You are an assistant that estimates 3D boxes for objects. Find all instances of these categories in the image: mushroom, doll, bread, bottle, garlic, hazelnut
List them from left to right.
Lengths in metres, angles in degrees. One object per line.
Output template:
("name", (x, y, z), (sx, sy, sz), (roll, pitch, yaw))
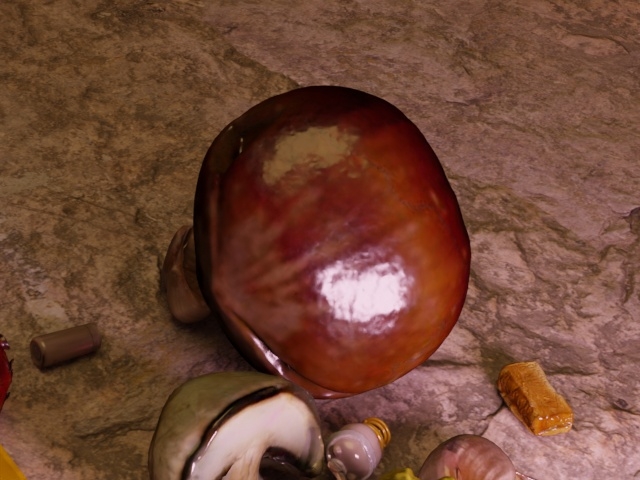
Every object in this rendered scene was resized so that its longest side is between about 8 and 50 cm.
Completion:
("bottle", (-0.359, 0.147, 2.151), (0.096, 0.045, 0.045), (-14, 39, -35))
("garlic", (-0.190, 0.049, 2.285), (0.099, 0.124, 0.174), (35, 30, -27))
("mushroom", (-0.132, 0.250, 1.918), (0.164, 0.189, 0.267), (15, 32, 37))
("hazelnut", (0.000, 0.000, 2.141), (0.402, 0.429, 0.402), (-20, 13, 5))
("doll", (0.035, 0.283, 2.026), (0.084, 0.073, 0.127), (-10, 14, 37))
("garlic", (0.207, 0.315, 2.004), (0.128, 0.090, 0.198), (38, 26, 26))
("bread", (0.307, 0.227, 2.184), (0.074, 0.053, 0.132), (-10, 37, -21))

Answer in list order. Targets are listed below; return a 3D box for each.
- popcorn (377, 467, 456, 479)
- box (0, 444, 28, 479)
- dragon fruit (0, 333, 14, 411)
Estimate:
("popcorn", (0.112, 0.370, 1.833), (0.198, 0.155, 0.197), (25, 27, -14))
("box", (-0.490, 0.323, 1.846), (0.269, 0.043, 0.152), (-16, 40, -35))
("dragon fruit", (-0.494, 0.207, 1.965), (0.125, 0.125, 0.246), (41, 52, 12))
